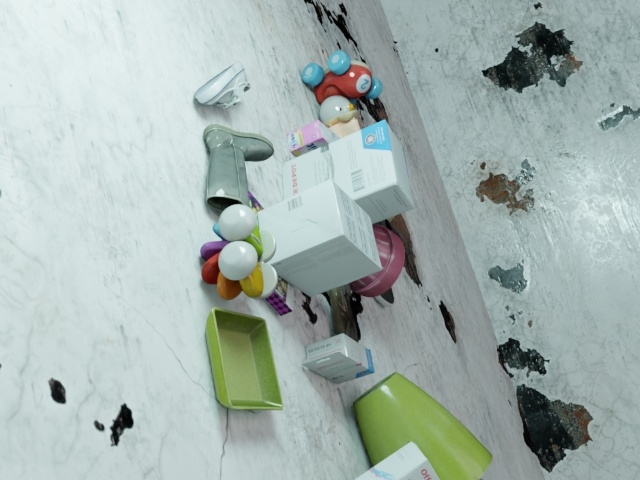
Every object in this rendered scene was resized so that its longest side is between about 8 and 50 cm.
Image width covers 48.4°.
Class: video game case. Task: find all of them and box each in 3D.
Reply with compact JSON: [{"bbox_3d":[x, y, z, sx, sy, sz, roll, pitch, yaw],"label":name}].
[{"bbox_3d":[-0.131,0.021,1.589,0.232,0.042,0.210,52,25,-35],"label":"video game case"}]

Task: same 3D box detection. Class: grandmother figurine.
[{"bbox_3d":[0.111,-0.218,2.201,0.104,0.208,0.342,-24,97,-29],"label":"grandmother figurine"}]

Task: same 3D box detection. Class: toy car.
[{"bbox_3d":[-0.166,0.030,1.374,0.159,0.136,0.182,53,28,-57],"label":"toy car"},{"bbox_3d":[0.071,-0.450,2.330,0.219,0.210,0.237,25,59,-46],"label":"toy car"}]

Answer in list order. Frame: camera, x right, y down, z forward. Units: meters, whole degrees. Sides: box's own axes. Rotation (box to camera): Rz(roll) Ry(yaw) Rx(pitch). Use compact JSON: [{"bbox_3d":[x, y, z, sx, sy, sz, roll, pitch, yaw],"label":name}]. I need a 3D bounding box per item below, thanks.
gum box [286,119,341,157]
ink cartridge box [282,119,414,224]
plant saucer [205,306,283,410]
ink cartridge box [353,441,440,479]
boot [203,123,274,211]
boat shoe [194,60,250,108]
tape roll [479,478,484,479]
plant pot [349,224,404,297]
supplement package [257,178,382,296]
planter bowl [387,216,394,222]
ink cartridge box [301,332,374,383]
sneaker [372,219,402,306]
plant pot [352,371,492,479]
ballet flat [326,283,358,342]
[{"bbox_3d":[-0.003,-0.270,2.077,0.188,0.107,0.062,29,44,-58],"label":"gum box"},{"bbox_3d":[0.068,-0.144,1.856,0.129,0.308,0.223,47,30,-47],"label":"ink cartridge box"},{"bbox_3d":[-0.151,0.231,1.339,0.188,0.045,0.188,26,46,-60],"label":"plant saucer"},{"bbox_3d":[0.157,0.556,1.512,0.154,0.212,0.093,61,-10,-17],"label":"ink cartridge box"},{"bbox_3d":[-0.172,-0.147,1.555,0.190,0.076,0.208,8,46,-31],"label":"boot"},{"bbox_3d":[-0.215,-0.355,1.677,0.084,0.095,0.258,57,25,-16],"label":"boat shoe"},{"bbox_3d":[0.364,0.740,1.802,0.169,0.246,0.246,56,24,-29],"label":"tape roll"},{"bbox_3d":[0.098,0.035,1.943,0.180,0.201,0.201,26,44,-37],"label":"plant pot"},{"bbox_3d":[0.000,0.000,1.593,0.203,0.194,0.149,40,34,-53],"label":"supplement package"},{"bbox_3d":[0.204,-0.122,2.424,0.162,0.109,0.162,49,29,-39],"label":"planter bowl"},{"bbox_3d":[0.038,0.272,1.662,0.181,0.104,0.061,39,35,-51],"label":"ink cartridge box"},{"bbox_3d":[0.199,0.062,2.186,0.295,0.147,0.104,64,20,-13],"label":"sneaker"},{"bbox_3d":[0.216,0.480,1.733,0.293,0.275,0.275,54,20,8],"label":"plant pot"},{"bbox_3d":[0.053,0.208,1.843,0.084,0.058,0.249,37,42,-61],"label":"ballet flat"}]
